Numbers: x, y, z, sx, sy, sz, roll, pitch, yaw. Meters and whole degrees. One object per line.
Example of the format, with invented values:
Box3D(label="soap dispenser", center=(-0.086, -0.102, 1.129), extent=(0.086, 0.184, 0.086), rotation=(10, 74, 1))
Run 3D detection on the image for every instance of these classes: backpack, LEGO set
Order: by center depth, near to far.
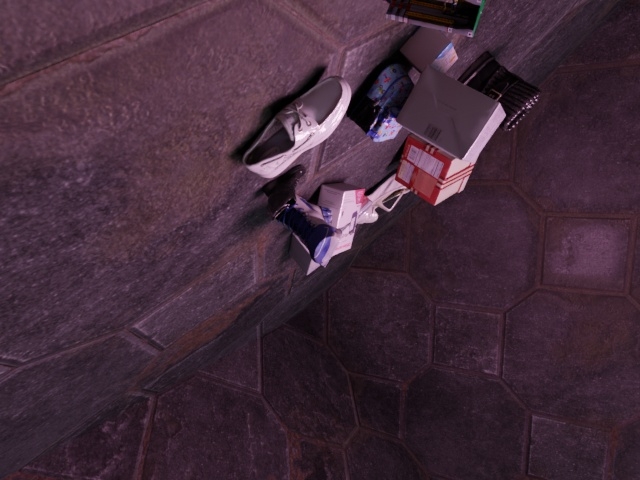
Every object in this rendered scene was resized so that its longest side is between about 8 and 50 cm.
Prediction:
Box3D(label="LEGO set", center=(0.195, -0.500, 0.645), extent=(0.331, 0.191, 0.255), rotation=(9, 100, -77))
Box3D(label="backpack", center=(0.177, -0.360, 1.070), extent=(0.158, 0.117, 0.173), rotation=(-24, 157, -53))

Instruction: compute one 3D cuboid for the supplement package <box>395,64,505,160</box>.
Box3D(label="supplement package", center=(0.330, -0.307, 1.036), extent=(0.203, 0.194, 0.149), rotation=(-16, 140, -61))

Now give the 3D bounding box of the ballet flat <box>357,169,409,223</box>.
Box3D(label="ballet flat", center=(0.252, -0.166, 1.892), extent=(0.400, 0.139, 0.139), rotation=(-38, 167, -10))

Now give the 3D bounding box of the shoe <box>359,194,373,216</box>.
Box3D(label="shoe", center=(0.137, -0.131, 1.788), extent=(0.178, 0.081, 0.063), rotation=(-43, 167, -3))

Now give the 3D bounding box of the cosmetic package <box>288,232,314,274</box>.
Box3D(label="cosmetic package", center=(0.000, 0.000, 1.719), extent=(0.224, 0.138, 0.225), rotation=(-36, 165, -20))

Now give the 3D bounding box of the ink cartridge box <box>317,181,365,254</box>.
Box3D(label="ink cartridge box", center=(0.058, -0.078, 1.479), extent=(0.172, 0.100, 0.238), rotation=(-18, 125, -58))

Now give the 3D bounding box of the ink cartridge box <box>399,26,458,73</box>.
Box3D(label="ink cartridge box", center=(0.279, -0.469, 1.047), extent=(0.092, 0.090, 0.143), rotation=(-46, 165, 23))

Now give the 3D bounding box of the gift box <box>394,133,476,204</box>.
Box3D(label="gift box", center=(0.480, -0.343, 1.711), extent=(0.258, 0.276, 0.255), rotation=(-27, 149, -34))

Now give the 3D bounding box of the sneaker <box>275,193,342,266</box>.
Box3D(label="sneaker", center=(-0.054, -0.045, 1.242), extent=(0.128, 0.182, 0.316), rotation=(-60, -162, 17))

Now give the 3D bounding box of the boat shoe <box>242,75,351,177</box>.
Box3D(label="boat shoe", center=(-0.053, -0.236, 0.865), extent=(0.277, 0.098, 0.096), rotation=(-43, 168, 16))

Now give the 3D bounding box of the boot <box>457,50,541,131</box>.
Box3D(label="boot", center=(0.582, -0.472, 1.508), extent=(0.348, 0.260, 0.131), rotation=(-49, 165, 31))

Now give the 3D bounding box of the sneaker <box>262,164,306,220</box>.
Box3D(label="sneaker", center=(-0.089, -0.133, 1.128), extent=(0.170, 0.089, 0.051), rotation=(-34, 166, -23))
